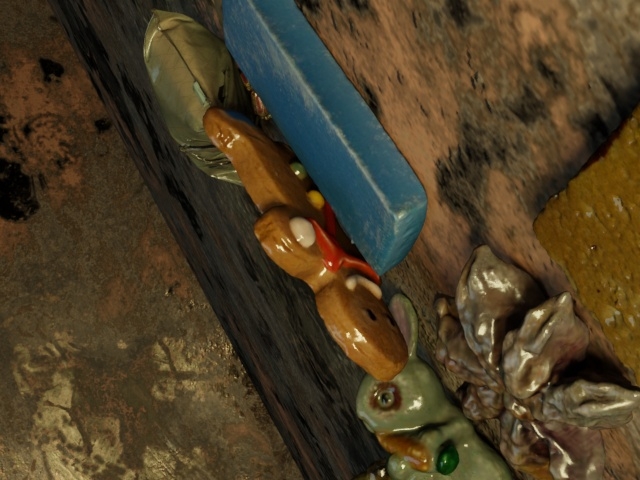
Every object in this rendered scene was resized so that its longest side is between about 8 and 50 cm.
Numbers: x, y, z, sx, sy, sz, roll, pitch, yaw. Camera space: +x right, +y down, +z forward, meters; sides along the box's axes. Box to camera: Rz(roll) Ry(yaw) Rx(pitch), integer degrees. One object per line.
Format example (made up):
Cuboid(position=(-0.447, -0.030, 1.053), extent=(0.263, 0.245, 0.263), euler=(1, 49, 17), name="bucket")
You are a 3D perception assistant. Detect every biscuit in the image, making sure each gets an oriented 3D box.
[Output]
Cuboid(position=(0.002, -0.002, 0.845), extent=(0.205, 0.049, 0.324), euler=(28, -150, -53), name="biscuit")
Cuboid(position=(0.183, -0.001, 0.410), extent=(0.131, 0.026, 0.237), euler=(57, 164, 14), name="biscuit")

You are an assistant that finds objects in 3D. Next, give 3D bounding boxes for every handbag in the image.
Cuboid(position=(-0.136, -0.159, 1.032), extent=(0.182, 0.117, 0.270), euler=(58, 176, 12), name="handbag")

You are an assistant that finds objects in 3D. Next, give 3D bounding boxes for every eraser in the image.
Cuboid(position=(-0.003, -0.121, 0.799), extent=(0.312, 0.043, 0.144), euler=(57, 164, 17), name="eraser")

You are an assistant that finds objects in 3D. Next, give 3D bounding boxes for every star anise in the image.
Cuboid(position=(0.146, 0.097, 0.623), extent=(0.197, 0.073, 0.212), euler=(47, 157, 39), name="star anise")

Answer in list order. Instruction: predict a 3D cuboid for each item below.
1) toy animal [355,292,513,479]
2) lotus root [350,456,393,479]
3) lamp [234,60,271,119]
Cuboid(position=(0.099, 0.186, 0.879), extent=(0.127, 0.125, 0.251), euler=(-38, 72, 47), name="toy animal")
Cuboid(position=(0.089, 0.422, 1.303), extent=(0.138, 0.138, 0.214), euler=(46, 151, 47), name="lotus root")
Cuboid(position=(-0.076, -0.188, 0.962), extent=(0.083, 0.031, 0.063), euler=(60, 164, 23), name="lamp")
